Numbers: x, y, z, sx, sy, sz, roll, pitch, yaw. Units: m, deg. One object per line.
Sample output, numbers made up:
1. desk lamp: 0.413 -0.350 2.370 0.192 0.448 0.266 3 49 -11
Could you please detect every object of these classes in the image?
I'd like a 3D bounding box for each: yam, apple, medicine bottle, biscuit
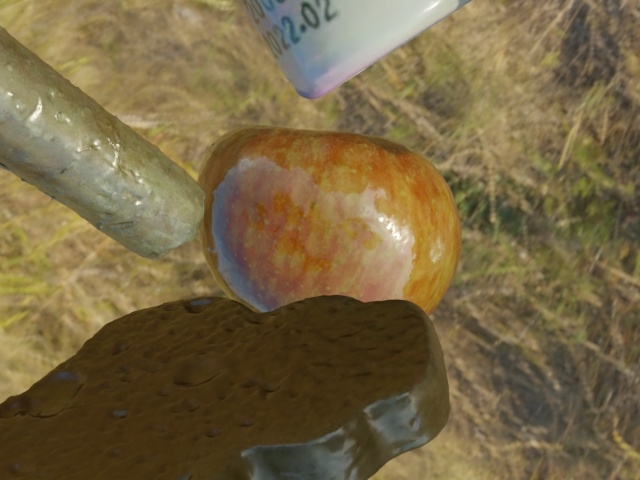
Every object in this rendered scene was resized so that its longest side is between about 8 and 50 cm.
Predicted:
1. yam: -0.196 -0.071 1.034 0.093 0.093 0.259 -19 139 33
2. apple: 0.000 0.000 1.451 0.309 0.277 0.250 10 96 36
3. medicine bottle: -0.027 -0.340 1.158 0.219 0.219 0.388 -29 97 35
4. biscuit: -0.099 0.097 0.572 0.183 0.320 0.047 34 143 62
